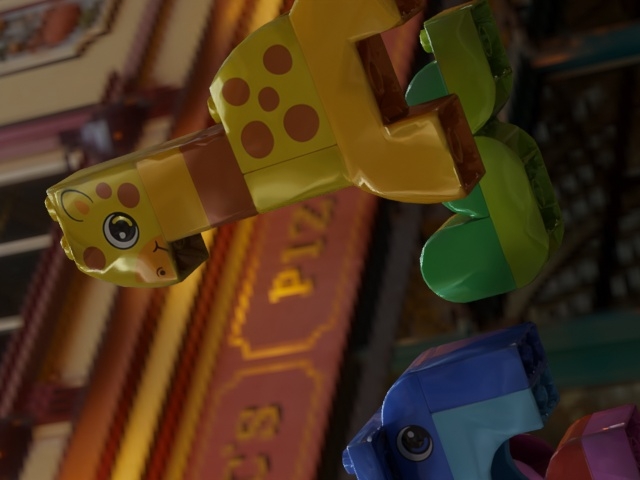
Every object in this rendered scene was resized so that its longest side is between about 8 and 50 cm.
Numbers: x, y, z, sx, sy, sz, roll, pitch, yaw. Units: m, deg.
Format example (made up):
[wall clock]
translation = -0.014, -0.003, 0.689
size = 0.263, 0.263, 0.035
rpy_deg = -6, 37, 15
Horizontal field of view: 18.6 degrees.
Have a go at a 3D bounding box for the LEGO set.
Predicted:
[LEGO set]
translation = 0.000, 0.000, 0.445
size = 0.227, 0.093, 0.087
rpy_deg = 70, -158, -8
